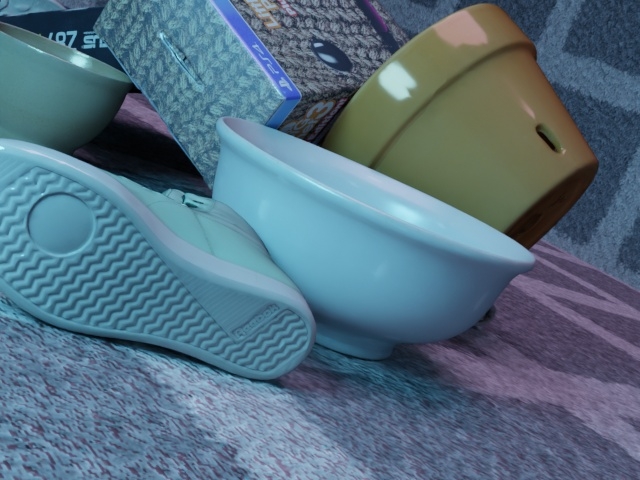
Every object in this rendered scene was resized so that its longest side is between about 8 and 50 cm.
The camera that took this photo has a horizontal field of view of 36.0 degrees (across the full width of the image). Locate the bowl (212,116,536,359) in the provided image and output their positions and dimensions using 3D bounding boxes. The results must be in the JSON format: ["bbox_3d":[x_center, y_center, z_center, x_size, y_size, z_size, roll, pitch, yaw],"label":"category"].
[{"bbox_3d":[0.023,0.011,0.851,0.297,0.134,0.298,24,10,-4],"label":"bowl"}]

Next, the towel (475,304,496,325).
[{"bbox_3d":[0.055,0.018,1.134,0.282,0.049,0.187,17,16,-38],"label":"towel"}]

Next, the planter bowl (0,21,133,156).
[{"bbox_3d":[-0.292,-0.150,1.040,0.162,0.109,0.162,23,9,-4],"label":"planter bowl"}]

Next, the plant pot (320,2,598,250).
[{"bbox_3d":[0.164,-0.084,1.095,0.203,0.291,0.291,49,18,18],"label":"plant pot"}]

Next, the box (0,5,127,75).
[{"bbox_3d":[-0.213,-0.248,1.341,0.318,0.097,0.395,9,9,37],"label":"box"}]

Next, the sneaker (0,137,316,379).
[{"bbox_3d":[-0.131,-0.002,0.657,0.256,0.094,0.151,30,11,-29],"label":"sneaker"}]

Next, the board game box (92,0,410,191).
[{"bbox_3d":[-0.052,-0.207,1.085,0.291,0.141,0.232,-20,68,-51],"label":"board game box"}]

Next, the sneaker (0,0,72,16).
[{"bbox_3d":[-0.478,-0.341,1.552,0.236,0.130,0.322,28,8,25],"label":"sneaker"}]
